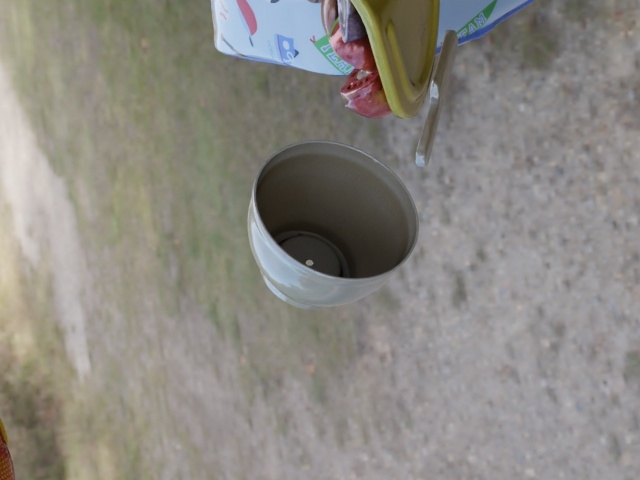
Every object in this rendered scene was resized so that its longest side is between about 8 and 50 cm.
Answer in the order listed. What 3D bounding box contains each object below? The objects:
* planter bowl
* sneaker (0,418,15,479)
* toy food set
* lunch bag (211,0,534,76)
[{"bbox_3d":[0.000,0.000,1.211,0.109,0.162,0.162,117,140,-49],"label":"planter bowl"},{"bbox_3d":[-0.211,0.095,0.498,0.064,0.175,0.067,120,148,-49],"label":"sneaker"},{"bbox_3d":[0.025,-0.141,0.752,0.218,0.071,0.128,66,-147,-57],"label":"toy food set"},{"bbox_3d":[0.049,-0.239,1.085,0.243,0.303,0.115,23,132,48],"label":"lunch bag"}]
